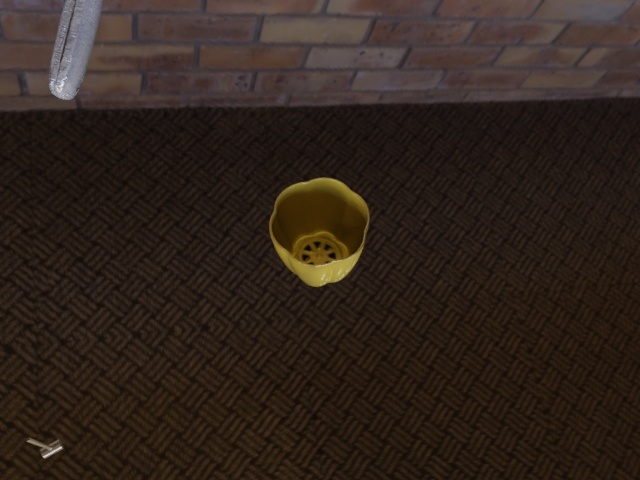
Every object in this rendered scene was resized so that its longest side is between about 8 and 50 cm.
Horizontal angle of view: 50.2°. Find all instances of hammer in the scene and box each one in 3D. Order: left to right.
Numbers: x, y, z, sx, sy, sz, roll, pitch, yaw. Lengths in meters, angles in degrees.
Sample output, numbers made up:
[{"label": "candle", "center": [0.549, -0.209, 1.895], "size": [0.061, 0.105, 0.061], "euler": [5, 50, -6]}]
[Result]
[{"label": "hammer", "center": [-0.472, 0.344, 1.155], "size": [0.035, 0.110, 0.019], "euler": [-28, 66, -11]}]

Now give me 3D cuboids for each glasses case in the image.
[{"label": "glasses case", "center": [-0.530, -0.445, 1.484], "size": [0.067, 0.109, 0.282], "euler": [15, 98, -3]}]

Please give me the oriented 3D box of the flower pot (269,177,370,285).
[{"label": "flower pot", "center": [0.000, 0.000, 1.372], "size": [0.195, 0.179, 0.195], "euler": [0, 64, 1]}]
